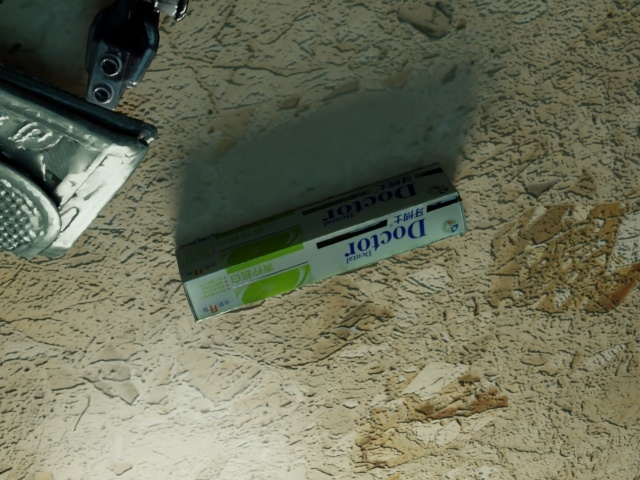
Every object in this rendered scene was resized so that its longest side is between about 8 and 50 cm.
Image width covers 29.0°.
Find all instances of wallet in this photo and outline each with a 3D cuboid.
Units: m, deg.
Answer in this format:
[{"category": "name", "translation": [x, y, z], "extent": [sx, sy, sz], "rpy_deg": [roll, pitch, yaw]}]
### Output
[{"category": "wallet", "translation": [-0.370, -0.089, 1.259], "extent": [0.342, 0.075, 0.237], "rpy_deg": [22, 134, -32]}]

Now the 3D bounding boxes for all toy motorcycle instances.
[{"category": "toy motorcycle", "translation": [-0.175, -0.247, 1.186], "extent": [0.106, 0.159, 0.270], "rpy_deg": [20, 117, -3]}]

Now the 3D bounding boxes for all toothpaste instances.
[{"category": "toothpaste", "translation": [0.000, 0.000, 1.453], "extent": [0.336, 0.081, 0.067], "rpy_deg": [-19, 124, -3]}]

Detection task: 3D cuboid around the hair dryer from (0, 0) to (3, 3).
[{"category": "hair dryer", "translation": [-0.413, -0.207, 1.204], "extent": [0.195, 0.078, 0.248], "rpy_deg": [5, 128, -17]}]
